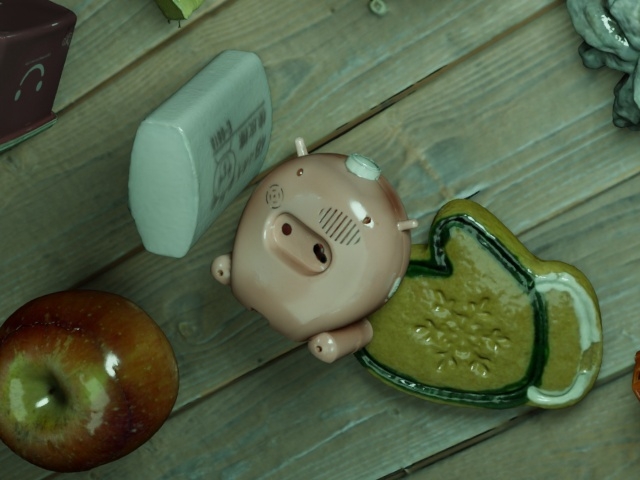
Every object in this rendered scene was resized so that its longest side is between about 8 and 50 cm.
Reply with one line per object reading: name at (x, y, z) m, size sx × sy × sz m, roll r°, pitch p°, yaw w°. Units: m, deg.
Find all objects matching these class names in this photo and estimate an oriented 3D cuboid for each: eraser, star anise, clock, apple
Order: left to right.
apple at (-0.332, 0.189, 2.253) m, size 0.272 × 0.206 × 0.252 m, roll -34°, pitch 89°, yaw 27°
eraser at (-0.144, -0.111, 2.000) m, size 0.094 × 0.270 × 0.174 m, roll 9°, pitch 117°, yaw 14°
clock at (0.000, 0.000, 2.056) m, size 0.227 × 0.142 × 0.241 m, roll 37°, pitch 114°, yaw 19°
star anise at (0.386, -0.226, 1.783) m, size 0.316 × 0.139 × 0.359 m, roll 34°, pitch 146°, yaw 15°

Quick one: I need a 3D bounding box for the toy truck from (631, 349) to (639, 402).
toy truck at (0.510, 0.145, 1.979) m, size 0.252 × 0.114 × 0.107 m, roll -28°, pitch 101°, yaw 29°

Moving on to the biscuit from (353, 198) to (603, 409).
biscuit at (0.194, 0.088, 2.098) m, size 0.343 × 0.057 × 0.287 m, roll 7°, pitch 116°, yaw 16°

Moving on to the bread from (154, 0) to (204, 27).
bread at (-0.195, -0.302, 2.024) m, size 0.080 × 0.109 × 0.084 m, roll -28°, pitch 107°, yaw 25°

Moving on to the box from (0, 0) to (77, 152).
box at (-0.439, -0.228, 2.050) m, size 0.193 × 0.294 × 0.168 m, roll 23°, pitch 109°, yaw 7°
